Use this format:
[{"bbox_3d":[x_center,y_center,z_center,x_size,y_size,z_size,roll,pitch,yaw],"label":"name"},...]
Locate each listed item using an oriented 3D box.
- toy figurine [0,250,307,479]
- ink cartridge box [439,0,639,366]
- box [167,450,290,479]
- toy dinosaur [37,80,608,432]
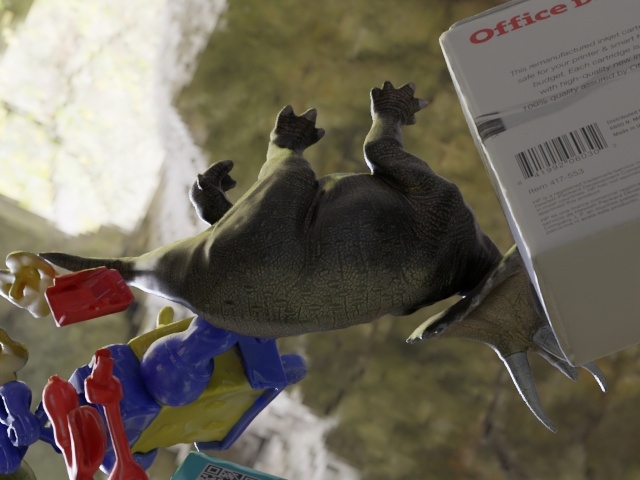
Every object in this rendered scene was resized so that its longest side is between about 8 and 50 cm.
[{"bbox_3d":[-0.103,0.134,1.094,0.217,0.191,0.362,-13,156,-32],"label":"toy figurine"},{"bbox_3d":[0.152,-0.048,0.847,0.191,0.139,0.082,-105,-7,-51],"label":"ink cartridge box"},{"bbox_3d":[-0.072,0.240,0.890,0.060,0.244,0.100,16,-153,13],"label":"box"},{"bbox_3d":[0.000,0.000,0.954,0.313,0.121,0.160,4,-144,-6],"label":"toy dinosaur"}]
